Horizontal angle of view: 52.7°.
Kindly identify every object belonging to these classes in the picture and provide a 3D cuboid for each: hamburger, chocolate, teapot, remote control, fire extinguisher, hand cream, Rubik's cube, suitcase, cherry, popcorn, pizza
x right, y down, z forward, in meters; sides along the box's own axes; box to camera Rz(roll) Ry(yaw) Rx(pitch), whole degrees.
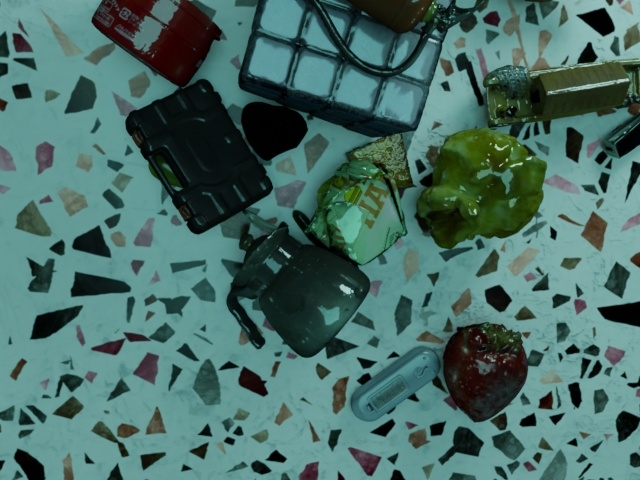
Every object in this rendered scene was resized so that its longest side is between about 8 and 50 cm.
[{"bbox_3d":[0.066,-0.058,1.405,0.235,0.125,0.214,-30,110,-11],"label":"hamburger"},{"bbox_3d":[-0.092,-0.238,1.402,0.149,0.080,0.125,11,112,9],"label":"chocolate"},{"bbox_3d":[-0.074,0.097,1.414,0.285,0.305,0.223,41,63,0],"label":"teapot"},{"bbox_3d":[0.180,0.343,1.541,0.244,0.047,0.087,-36,98,-2],"label":"remote control"},{"bbox_3d":[0.063,-0.415,1.061,0.376,0.113,0.200,28,137,-8],"label":"fire extinguisher"},{"bbox_3d":[-0.324,-0.422,1.280,0.230,0.230,0.149,37,92,-10],"label":"hand cream"},{"bbox_3d":[0.041,-0.412,1.266,0.345,0.337,0.343,16,96,-7],"label":"Rubik's cube"},{"bbox_3d":[-0.251,-0.176,1.355,0.206,0.066,0.285,-33,92,-23],"label":"suitcase"},{"bbox_3d":[0.373,0.309,1.492,0.192,0.175,0.249,-8,109,-34],"label":"cherry"},{"bbox_3d":[0.336,-0.112,1.399,0.277,0.225,0.276,0,94,-7],"label":"popcorn"},{"bbox_3d":[0.145,-0.186,1.459,0.178,0.041,0.130,13,103,-6],"label":"pizza"}]

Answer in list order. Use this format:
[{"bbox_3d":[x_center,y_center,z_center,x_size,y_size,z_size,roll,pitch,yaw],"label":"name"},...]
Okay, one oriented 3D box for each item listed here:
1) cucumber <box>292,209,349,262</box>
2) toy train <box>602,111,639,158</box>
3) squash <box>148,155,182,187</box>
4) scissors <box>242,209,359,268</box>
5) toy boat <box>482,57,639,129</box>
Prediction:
[{"bbox_3d":[0.000,0.000,1.477,0.184,0.033,0.036,45,117,-10],"label":"cucumber"},{"bbox_3d":[0.774,-0.286,1.515,0.252,0.048,0.055,-36,111,-6],"label":"toy train"},{"bbox_3d":[-0.276,-0.141,1.410,0.201,0.066,0.066,16,96,-15],"label":"squash"},{"bbox_3d":[-0.050,0.015,1.467,0.300,0.022,0.109,33,120,-5],"label":"scissors"},{"bbox_3d":[0.575,-0.341,1.424,0.446,0.162,0.135,-9,97,-5],"label":"toy boat"}]
